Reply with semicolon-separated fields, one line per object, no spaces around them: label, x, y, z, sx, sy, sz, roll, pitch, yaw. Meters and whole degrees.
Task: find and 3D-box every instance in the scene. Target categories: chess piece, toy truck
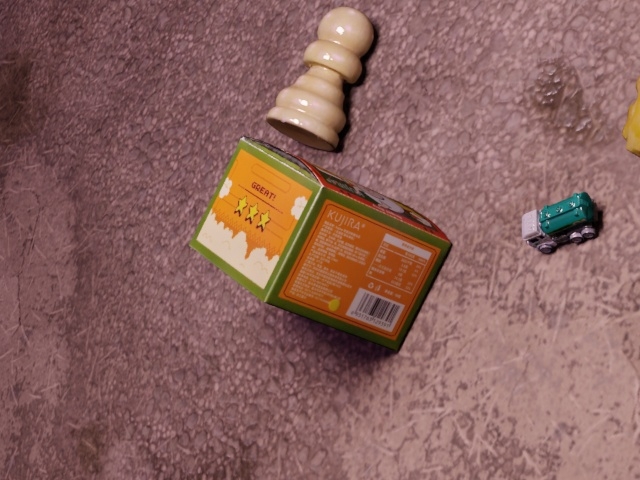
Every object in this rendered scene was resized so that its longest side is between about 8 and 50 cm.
chess piece;0.012;-0.199;1.803;0.094;0.094;0.170;17;78;52
toy truck;0.234;-0.019;1.469;0.083;0.044;0.039;-24;52;42

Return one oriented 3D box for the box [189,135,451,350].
box;0.000;0.000;1.617;0.177;0.195;0.148;35;100;53

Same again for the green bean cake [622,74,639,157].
green bean cake;0.385;-0.147;1.280;0.229;0.131;0.224;9;81;52
